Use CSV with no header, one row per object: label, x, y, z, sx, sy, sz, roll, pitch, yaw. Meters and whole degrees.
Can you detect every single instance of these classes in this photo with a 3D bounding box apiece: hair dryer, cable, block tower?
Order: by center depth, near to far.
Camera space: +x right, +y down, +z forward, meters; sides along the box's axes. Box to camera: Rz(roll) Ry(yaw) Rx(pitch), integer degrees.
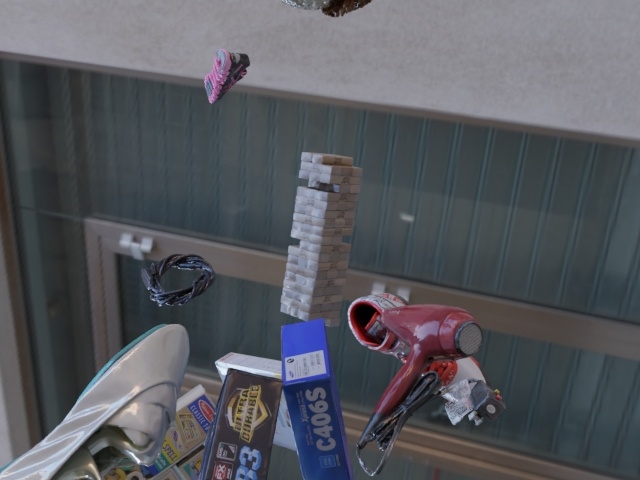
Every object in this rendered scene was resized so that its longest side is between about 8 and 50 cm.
hair dryer,0.130,0.177,1.063,0.080,0.223,0.294,56,-164,-25
block tower,0.000,0.000,1.459,0.097,0.091,0.336,-2,-78,-44
cable,-0.299,0.087,1.599,0.184,0.150,0.047,41,137,53

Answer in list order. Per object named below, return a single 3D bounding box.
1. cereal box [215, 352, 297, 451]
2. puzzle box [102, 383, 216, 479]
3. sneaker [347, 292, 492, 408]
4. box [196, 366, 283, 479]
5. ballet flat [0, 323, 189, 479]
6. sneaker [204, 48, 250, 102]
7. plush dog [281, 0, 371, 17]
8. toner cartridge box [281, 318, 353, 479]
cereal box,-0.098,0.310,1.428,0.047,0.240,0.173,-29,-74,-37
puzzle box,-0.256,0.543,1.575,0.409,0.272,0.052,60,166,-18
sneaker,0.159,0.191,1.262,0.145,0.270,0.090,6,-57,-54
box,-0.118,0.335,0.841,0.293,0.073,0.296,115,166,-57
ballet flat,-0.285,0.274,0.945,0.400,0.139,0.139,-42,-33,-30
sneaker,-0.141,-0.250,1.139,0.119,0.057,0.047,-41,65,58
plush dog,-0.008,-0.459,1.111,0.211,0.262,0.225,-98,31,-62
toner cartridge box,0.003,0.318,1.202,0.165,0.075,0.348,-94,-6,-65
